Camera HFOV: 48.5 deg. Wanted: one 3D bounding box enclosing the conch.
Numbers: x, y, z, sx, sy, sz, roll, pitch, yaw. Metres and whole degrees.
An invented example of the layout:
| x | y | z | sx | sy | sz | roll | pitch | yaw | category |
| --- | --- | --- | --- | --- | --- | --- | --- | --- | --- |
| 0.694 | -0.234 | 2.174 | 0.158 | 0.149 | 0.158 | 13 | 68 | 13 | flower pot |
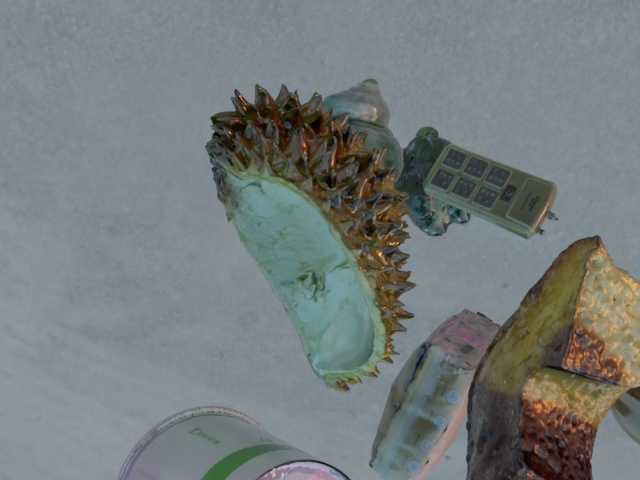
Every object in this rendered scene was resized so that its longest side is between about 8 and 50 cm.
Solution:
| x | y | z | sx | sy | sz | roll | pitch | yaw | category |
| --- | --- | --- | --- | --- | --- | --- | --- | --- | --- |
| 0.022 | -0.089 | 0.965 | 0.220 | 0.277 | 0.195 | 14 | -175 | -33 | conch |

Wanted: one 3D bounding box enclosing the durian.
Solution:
| x | y | z | sx | sy | sz | roll | pitch | yaw | category |
| --- | --- | --- | --- | --- | --- | --- | --- | --- | --- |
| 0.000 | 0.000 | 0.537 | 0.139 | 0.144 | 0.252 | -28 | 107 | 19 | durian |

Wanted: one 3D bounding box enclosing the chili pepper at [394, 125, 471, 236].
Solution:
| x | y | z | sx | sy | sz | roll | pitch | yaw | category |
| --- | --- | --- | --- | --- | --- | --- | --- | --- | --- |
| 0.223 | -0.136 | 1.471 | 0.165 | 0.261 | 0.174 | -38 | 133 | 21 | chili pepper |

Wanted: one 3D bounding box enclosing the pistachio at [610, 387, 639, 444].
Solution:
| x | y | z | sx | sy | sz | roll | pitch | yaw | category |
| --- | --- | --- | --- | --- | --- | --- | --- | --- | --- |
| 0.372 | 0.153 | 0.680 | 0.210 | 0.165 | 0.131 | 23 | 102 | -12 | pistachio |

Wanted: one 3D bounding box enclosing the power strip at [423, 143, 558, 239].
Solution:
| x | y | z | sx | sy | sz | roll | pitch | yaw | category |
| --- | --- | --- | --- | --- | --- | --- | --- | --- | --- |
| 0.215 | -0.061 | 0.880 | 0.169 | 0.076 | 0.028 | 26 | 167 | 25 | power strip |

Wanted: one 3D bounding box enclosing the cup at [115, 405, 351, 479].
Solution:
| x | y | z | sx | sy | sz | roll | pitch | yaw | category |
| --- | --- | --- | --- | --- | --- | --- | --- | --- | --- |
| -0.087 | 0.333 | 0.834 | 0.253 | 0.253 | 0.274 | 42 | 154 | -21 | cup |

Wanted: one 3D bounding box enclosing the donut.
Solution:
| x | y | z | sx | sy | sz | roll | pitch | yaw | category |
| --- | --- | --- | --- | --- | --- | --- | --- | --- | --- |
| 0.193 | 0.160 | 0.601 | 0.112 | 0.295 | 0.151 | 25 | 166 | -3 | donut |

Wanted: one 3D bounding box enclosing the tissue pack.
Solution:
| x | y | z | sx | sy | sz | roll | pitch | yaw | category |
| --- | --- | --- | --- | --- | --- | --- | --- | --- | --- |
| 0.184 | 0.253 | 1.147 | 0.123 | 0.215 | 0.257 | 33 | 114 | 21 | tissue pack |
